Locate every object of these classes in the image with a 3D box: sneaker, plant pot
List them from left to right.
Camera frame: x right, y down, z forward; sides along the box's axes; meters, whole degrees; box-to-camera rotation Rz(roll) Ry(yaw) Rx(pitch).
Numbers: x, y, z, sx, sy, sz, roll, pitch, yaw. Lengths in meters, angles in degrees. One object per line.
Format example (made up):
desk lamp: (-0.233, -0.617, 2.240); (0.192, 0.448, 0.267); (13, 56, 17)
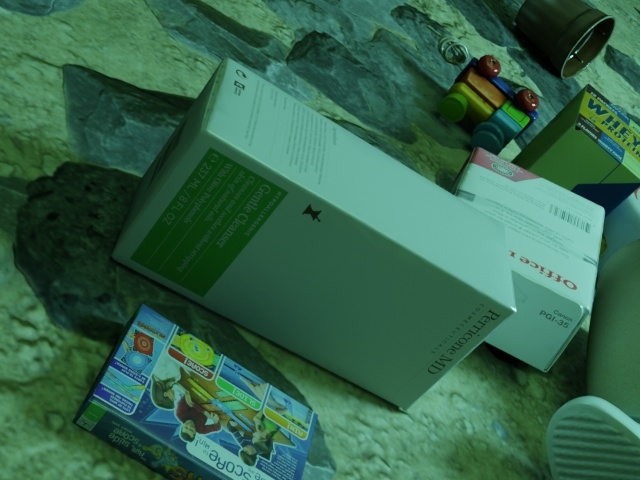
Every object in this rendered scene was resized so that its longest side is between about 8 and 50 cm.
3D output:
plant pot: (0.528, -0.469, 2.193); (0.165, 0.167, 0.167); (46, 32, 21)
sneaker: (0.397, 0.317, 1.150); (0.366, 0.135, 0.150); (53, 28, 1)
plant pot: (0.445, 0.173, 1.288); (0.256, 0.256, 0.274); (40, 49, -2)

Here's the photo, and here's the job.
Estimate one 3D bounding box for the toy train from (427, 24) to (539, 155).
toy train: (0.240, -0.251, 1.691); (0.248, 0.105, 0.143); (42, 46, 2)

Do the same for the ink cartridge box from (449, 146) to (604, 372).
ink cartridge box: (0.248, 0.015, 1.319); (0.207, 0.117, 0.283); (27, 33, 4)

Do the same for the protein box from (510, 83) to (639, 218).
protein box: (0.392, -0.105, 1.567); (0.136, 0.200, 0.201); (40, 32, -2)

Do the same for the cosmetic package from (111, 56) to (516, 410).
cosmetic package: (0.000, 0.000, 1.043); (0.366, 0.197, 0.155); (29, 34, -16)

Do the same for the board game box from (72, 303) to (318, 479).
board game box: (-0.104, 0.158, 0.893); (0.201, 0.035, 0.136); (34, 33, -10)

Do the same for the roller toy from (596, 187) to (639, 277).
roller toy: (0.529, 0.010, 1.624); (0.209, 0.146, 0.191); (-17, 54, -47)
